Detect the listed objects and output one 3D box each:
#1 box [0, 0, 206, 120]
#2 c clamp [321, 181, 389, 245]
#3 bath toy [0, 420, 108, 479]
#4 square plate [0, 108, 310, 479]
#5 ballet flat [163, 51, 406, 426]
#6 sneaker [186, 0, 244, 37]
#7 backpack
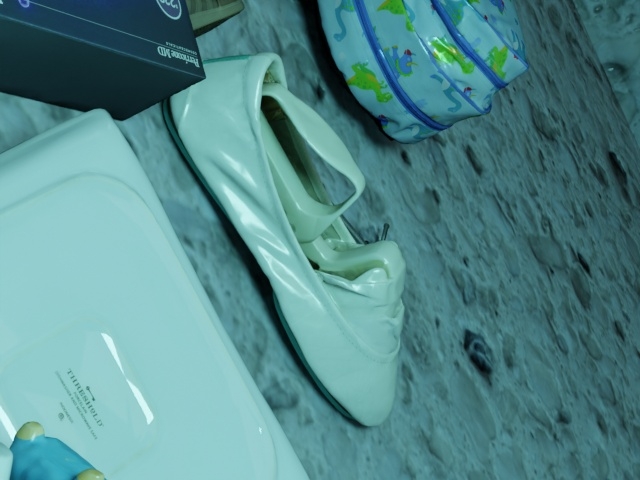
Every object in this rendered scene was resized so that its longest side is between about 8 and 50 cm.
[{"bbox_3d":[-0.221,-0.212,1.077,0.261,0.103,0.184,8,66,-60],"label":"box"},{"bbox_3d":[0.021,-0.004,1.449,0.160,0.022,0.137,45,39,-39],"label":"c clamp"},{"bbox_3d":[-0.259,0.146,0.647,0.348,0.151,0.129,18,97,-40],"label":"bath toy"},{"bbox_3d":[-0.165,0.114,0.877,0.344,0.049,0.347,-34,98,-47],"label":"square plate"},{"bbox_3d":[0.000,0.000,1.282,0.400,0.139,0.139,60,28,-15],"label":"ballet flat"},{"bbox_3d":[-0.132,-0.227,1.284,0.071,0.066,0.188,63,26,-6],"label":"sneaker"},{"bbox_3d":[0.105,-0.290,1.609,0.290,0.273,0.355,46,46,-48],"label":"backpack"}]
